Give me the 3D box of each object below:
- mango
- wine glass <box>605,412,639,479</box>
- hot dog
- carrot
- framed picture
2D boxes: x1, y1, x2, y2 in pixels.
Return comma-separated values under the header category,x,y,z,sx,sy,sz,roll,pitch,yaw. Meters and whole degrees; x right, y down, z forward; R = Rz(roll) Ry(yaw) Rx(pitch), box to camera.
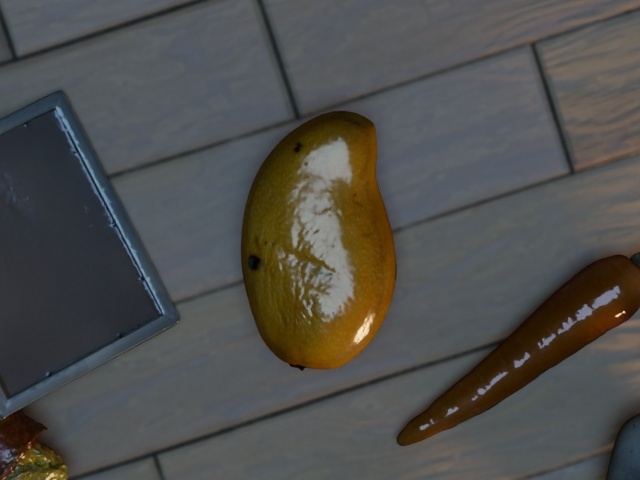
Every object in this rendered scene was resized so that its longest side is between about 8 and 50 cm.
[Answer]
category,x,y,z,sx,sy,sz,roll,pitch,yaw
mango,0.001,0.001,1.709,0.157,0.109,0.262,6,91,9
wine glass,0.343,0.230,1.736,0.103,0.103,0.231,21,98,-3
hot dog,-0.360,0.220,1.728,0.213,0.103,0.146,37,94,-3
carrot,0.216,0.114,1.744,0.336,0.069,0.069,-39,95,6
framed picture,-0.292,0.013,1.722,0.217,0.017,0.274,-27,95,-16
